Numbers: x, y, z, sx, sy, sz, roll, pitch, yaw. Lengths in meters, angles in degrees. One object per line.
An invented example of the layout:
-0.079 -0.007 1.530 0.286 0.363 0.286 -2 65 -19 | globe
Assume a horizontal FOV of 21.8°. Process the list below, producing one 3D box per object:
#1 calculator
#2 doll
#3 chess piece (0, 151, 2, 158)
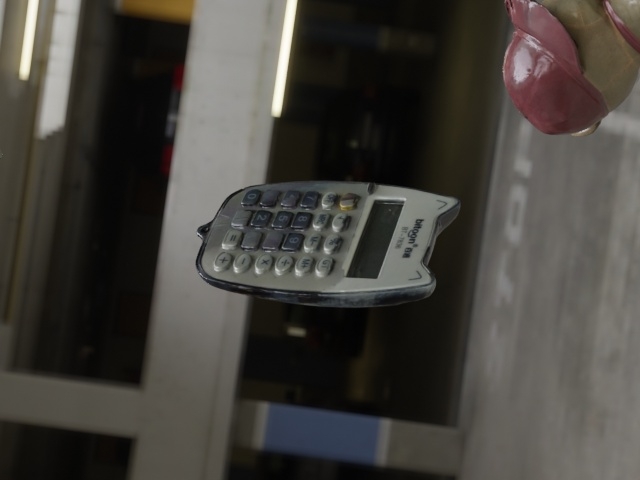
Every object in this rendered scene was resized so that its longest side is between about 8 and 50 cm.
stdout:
0.000 0.000 1.693 0.177 0.268 0.040 -66 -23 -46 | calculator
0.314 -0.231 1.846 0.196 0.256 0.152 52 -164 -17 | doll
-0.532 -0.192 2.163 0.144 0.144 0.251 -98 -16 -80 | chess piece
